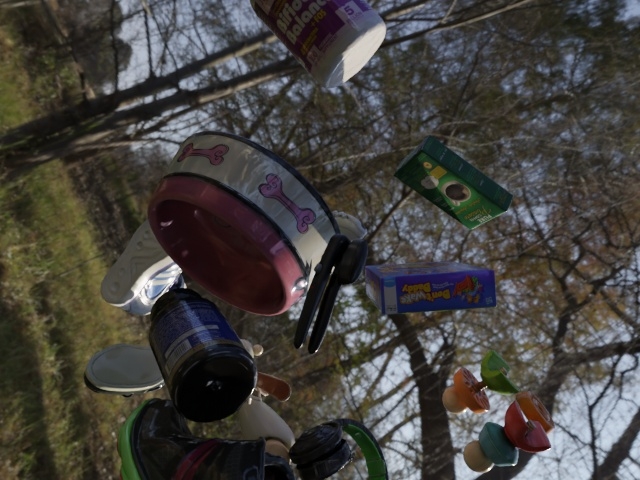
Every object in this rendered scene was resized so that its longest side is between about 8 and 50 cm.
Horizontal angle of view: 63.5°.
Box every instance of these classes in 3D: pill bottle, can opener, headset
[{"bbox_3d":[-0.030,-0.458,0.999,0.301,0.169,0.169,48,-21,3],"label":"pill bottle"},{"bbox_3d":[0.006,0.075,0.760,0.059,0.186,0.073,30,-12,-14],"label":"can opener"},{"bbox_3d":[-0.190,0.161,0.787,0.219,0.123,0.122,39,-32,53],"label":"pill bottle"},{"bbox_3d":[0.031,0.503,1.077,0.185,0.394,0.243,-29,-117,36],"label":"headset"}]

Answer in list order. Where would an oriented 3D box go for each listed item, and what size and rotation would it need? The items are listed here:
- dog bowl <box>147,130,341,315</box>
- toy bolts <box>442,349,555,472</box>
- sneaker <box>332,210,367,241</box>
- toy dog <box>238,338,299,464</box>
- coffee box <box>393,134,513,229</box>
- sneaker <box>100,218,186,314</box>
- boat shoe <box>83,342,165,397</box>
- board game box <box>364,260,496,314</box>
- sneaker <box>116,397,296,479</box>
[{"bbox_3d":[-0.167,-0.011,1.042,0.408,0.150,0.408,24,-35,18],"label":"dog bowl"},{"bbox_3d":[0.367,0.383,1.065,0.218,0.158,0.228,45,20,-11],"label":"toy bolts"},{"bbox_3d":[0.000,0.000,1.355,0.292,0.118,0.110,-9,-42,46],"label":"sneaker"},{"bbox_3d":[-0.114,0.395,1.216,0.220,0.161,0.333,-164,-117,-67],"label":"toy dog"},{"bbox_3d":[0.232,-0.098,0.914,0.184,0.040,0.113,34,-24,-5],"label":"coffee box"},{"bbox_3d":[-0.401,0.061,1.366,0.130,0.323,0.236,41,-2,21],"label":"sneaker"},{"bbox_3d":[-0.425,0.305,1.197,0.127,0.113,0.340,46,14,9],"label":"boat shoe"},{"bbox_3d":[0.236,0.101,1.207,0.347,0.233,0.078,-83,169,-89],"label":"board game box"},{"bbox_3d":[-0.141,0.353,0.694,0.483,0.202,0.185,22,-55,57],"label":"sneaker"}]
